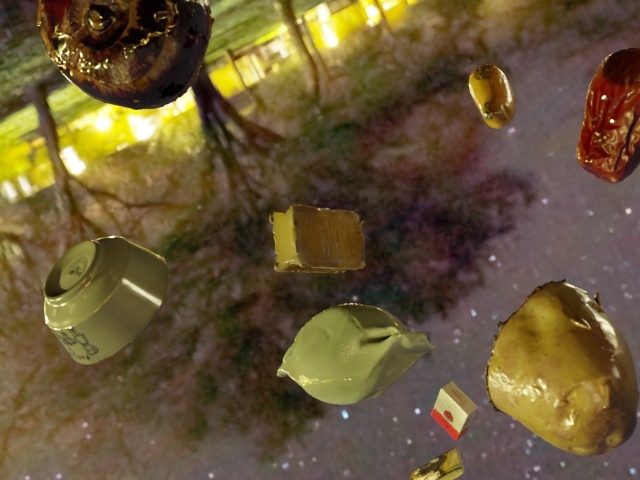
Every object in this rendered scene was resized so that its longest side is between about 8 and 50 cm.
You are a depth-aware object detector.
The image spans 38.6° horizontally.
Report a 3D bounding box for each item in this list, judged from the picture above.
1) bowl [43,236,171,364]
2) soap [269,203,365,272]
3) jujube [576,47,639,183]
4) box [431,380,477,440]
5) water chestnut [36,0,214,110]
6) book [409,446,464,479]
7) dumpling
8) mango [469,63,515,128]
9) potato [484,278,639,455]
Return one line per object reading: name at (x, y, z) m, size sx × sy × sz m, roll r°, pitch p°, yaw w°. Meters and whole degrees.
bowl at (-0.345, 0.076, 1.402) m, size 0.211 × 0.112 × 0.211 m, roll -27°, pitch -141°, yaw 24°
soap at (-0.001, 0.000, 1.990) m, size 0.076 × 0.135 × 0.233 m, roll -15°, pitch 167°, yaw 42°
jujube at (0.586, -0.241, 1.763) m, size 0.255 × 0.190 × 0.190 m, roll -62°, pitch -170°, yaw 6°
box at (0.351, 0.449, 2.406) m, size 0.048 × 0.100 × 0.152 m, roll -28°, pitch 150°, yaw -27°
water chestnut at (-0.324, -0.366, 1.568) m, size 0.300 × 0.300 × 0.300 m, roll -26°, pitch -169°, yaw 5°
book at (0.310, 0.626, 2.461) m, size 0.160 × 0.024 × 0.228 m, roll -29°, pitch 178°, yaw 5°
dumpling at (0.082, 0.236, 2.010) m, size 0.321 × 0.211 × 0.270 m, roll 21°, pitch -141°, yaw 38°
mango at (0.343, -0.284, 1.809) m, size 0.075 × 0.098 × 0.190 m, roll -46°, pitch -152°, yaw 31°
potato at (0.495, 0.263, 1.744) m, size 0.301 × 0.288 × 0.237 m, roll -36°, pitch -148°, yaw -10°
